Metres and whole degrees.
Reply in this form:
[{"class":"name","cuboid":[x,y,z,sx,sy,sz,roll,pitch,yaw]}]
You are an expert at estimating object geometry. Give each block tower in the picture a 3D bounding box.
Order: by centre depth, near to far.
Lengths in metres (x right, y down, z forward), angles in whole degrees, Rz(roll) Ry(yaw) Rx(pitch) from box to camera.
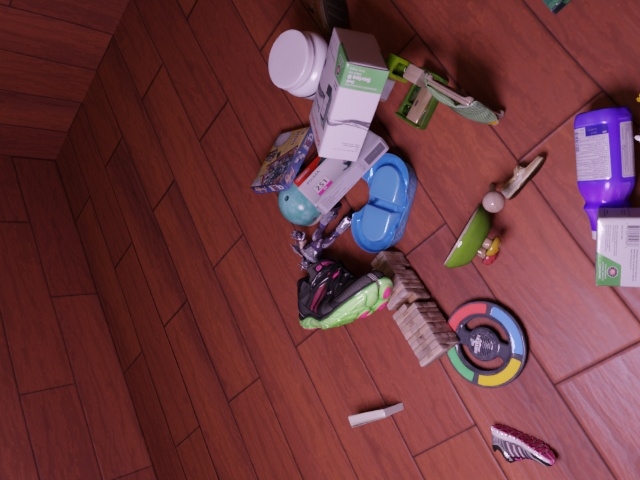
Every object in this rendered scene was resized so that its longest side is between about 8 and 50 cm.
[{"class":"block tower","cuboid":[0.257,0.184,1.495,0.091,0.097,0.335,-54,48,35]}]

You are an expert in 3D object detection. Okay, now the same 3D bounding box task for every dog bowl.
[{"class":"dog bowl","cuboid":[0.194,-0.108,1.585,0.166,0.074,0.297,25,107,40]}]

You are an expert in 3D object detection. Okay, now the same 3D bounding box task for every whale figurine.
[{"class":"whale figurine","cuboid":[-0.041,-0.174,1.757,0.216,0.141,0.272,51,121,30]}]

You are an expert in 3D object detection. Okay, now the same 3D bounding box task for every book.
[{"class":"book","cuboid":[0.169,0.524,1.607,0.144,0.096,0.035,-32,69,40]}]

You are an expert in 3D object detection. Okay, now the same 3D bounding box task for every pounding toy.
[{"class":"pounding toy","cuboid":[0.416,-0.012,1.340,0.110,0.183,0.236,31,110,11]}]

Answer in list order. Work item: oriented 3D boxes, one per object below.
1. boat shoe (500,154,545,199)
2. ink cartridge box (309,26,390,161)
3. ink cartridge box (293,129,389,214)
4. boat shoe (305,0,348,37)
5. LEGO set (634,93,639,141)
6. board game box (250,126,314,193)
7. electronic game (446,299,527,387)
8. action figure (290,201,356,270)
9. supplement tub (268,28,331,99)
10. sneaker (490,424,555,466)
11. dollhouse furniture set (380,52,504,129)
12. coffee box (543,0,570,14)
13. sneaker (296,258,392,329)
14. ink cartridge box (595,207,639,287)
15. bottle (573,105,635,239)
[{"class":"boat shoe","cuboid":[0.497,-0.162,1.316,0.045,0.050,0.135,50,123,24]},{"class":"ink cartridge box","cuboid":[0.069,-0.393,1.453,0.211,0.122,0.289,-101,23,-44]},{"class":"ink cartridge box","cuboid":[0.041,-0.240,1.614,0.275,0.060,0.239,-46,42,3]},{"class":"boat shoe","cuboid":[0.011,-0.782,1.729,0.104,0.111,0.307,-23,66,45]},{"class":"LEGO set","cuboid":[0.711,-0.299,1.085,0.093,0.087,0.227,34,114,21]},{"class":"board game box","cuboid":[-0.126,-0.272,1.810,0.165,0.042,0.243,-1,56,46]},{"class":"electronic game","cuboid":[0.428,0.271,1.392,0.229,0.048,0.229,2,93,43]},{"class":"action figure","cuboid":[0.000,0.000,1.730,0.185,0.099,0.285,34,120,-1]},{"class":"supplement tub","cuboid":[-0.003,-0.523,1.623,0.191,0.272,0.191,0,91,43]},{"class":"sneaker","cuboid":[0.499,0.526,1.323,0.170,0.063,0.074,15,101,47]},{"class":"dollhouse furniture set","cuboid":[0.298,-0.347,1.397,0.301,0.198,0.151,43,117,34]},{"class":"coffee box","cuboid":[0.550,-0.647,1.262,0.113,0.040,0.184,-42,64,35]},{"class":"sneaker","cuboid":[0.035,0.150,1.581,0.483,0.185,0.202,-25,81,60]},{"class":"ink cartridge box","cuboid":[0.673,0.014,1.072,0.209,0.087,0.152,2,110,26]},{"class":"bottle","cuboid":[0.622,-0.144,1.158,0.118,0.092,0.282,-166,68,-75]}]
